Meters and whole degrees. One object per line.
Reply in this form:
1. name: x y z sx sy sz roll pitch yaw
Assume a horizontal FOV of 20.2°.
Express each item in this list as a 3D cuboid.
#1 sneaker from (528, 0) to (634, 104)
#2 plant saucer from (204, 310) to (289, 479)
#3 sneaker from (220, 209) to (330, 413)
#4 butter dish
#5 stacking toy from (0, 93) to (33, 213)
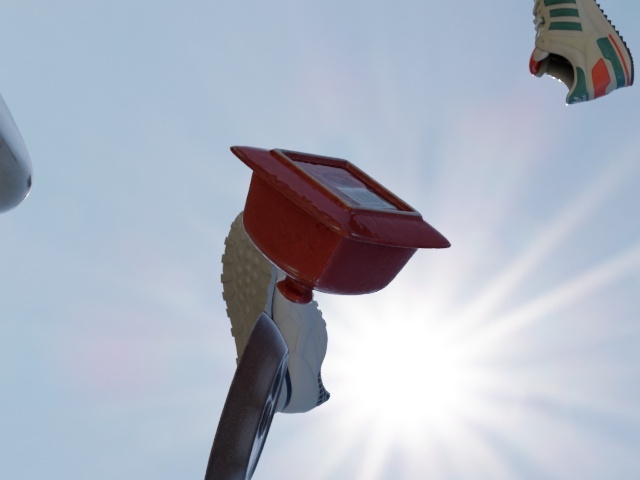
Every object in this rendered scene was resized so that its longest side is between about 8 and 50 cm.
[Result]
1. sneaker: 0.207 -0.186 1.575 0.161 0.075 0.057 59 -9 27
2. plant saucer: -0.068 0.167 1.724 0.198 0.036 0.198 16 90 -86
3. sneaker: -0.043 0.072 1.949 0.090 0.095 0.235 -5 -90 53
4. butter dish: 0.000 0.000 1.533 0.160 0.160 0.118 37 -71 35
5. stacking toy: -0.306 -0.005 0.823 0.330 0.141 0.141 -28 -135 -2
